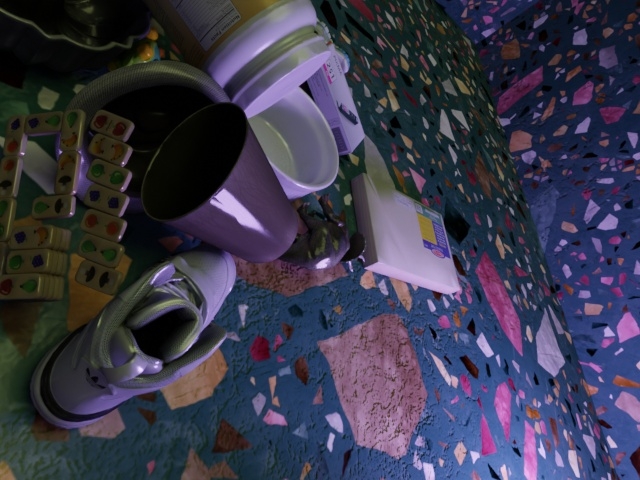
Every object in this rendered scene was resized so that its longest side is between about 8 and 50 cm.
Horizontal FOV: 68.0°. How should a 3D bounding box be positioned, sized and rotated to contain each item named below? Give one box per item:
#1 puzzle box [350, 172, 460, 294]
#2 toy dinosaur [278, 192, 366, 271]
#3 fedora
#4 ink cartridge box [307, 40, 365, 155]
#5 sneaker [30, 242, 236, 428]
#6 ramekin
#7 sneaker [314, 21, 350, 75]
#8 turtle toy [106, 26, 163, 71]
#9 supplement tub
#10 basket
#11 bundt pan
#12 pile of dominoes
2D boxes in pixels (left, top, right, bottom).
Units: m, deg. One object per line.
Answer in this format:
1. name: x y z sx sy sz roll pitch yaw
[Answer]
1. puzzle box: 0.253 -0.006 1.373 0.409 0.052 0.271 20 53 -42
2. toy dinosaur: 0.000 0.000 1.019 0.160 0.121 0.314 54 31 12
3. fedora: -0.276 -0.177 0.758 0.124 0.276 0.243 49 -20 40
4. ink cartridge box: 0.057 -0.408 1.328 0.239 0.060 0.275 -55 129 -49
5. sneaker: -0.193 0.093 0.655 0.137 0.210 0.366 55 37 -10
6. ramekin: -0.101 -0.206 1.014 0.277 0.135 0.277 27 50 -37
7. sneaker: 0.012 -0.578 1.447 0.190 0.071 0.083 53 43 3
8. turtle toy: -0.331 -0.322 0.865 0.066 0.095 0.130 49 34 -52
9. supplement tub: -0.149 -0.388 0.788 0.316 0.228 0.228 54 38 -9
10. basket: -0.138 -0.064 0.756 0.204 0.154 0.227 -62 148 -16
11. bundt pan: -0.445 -0.407 0.746 0.331 0.124 0.330 28 49 -38
12. pile of dominoes: -0.327 -0.053 0.575 0.040 0.196 0.251 43 45 -71
